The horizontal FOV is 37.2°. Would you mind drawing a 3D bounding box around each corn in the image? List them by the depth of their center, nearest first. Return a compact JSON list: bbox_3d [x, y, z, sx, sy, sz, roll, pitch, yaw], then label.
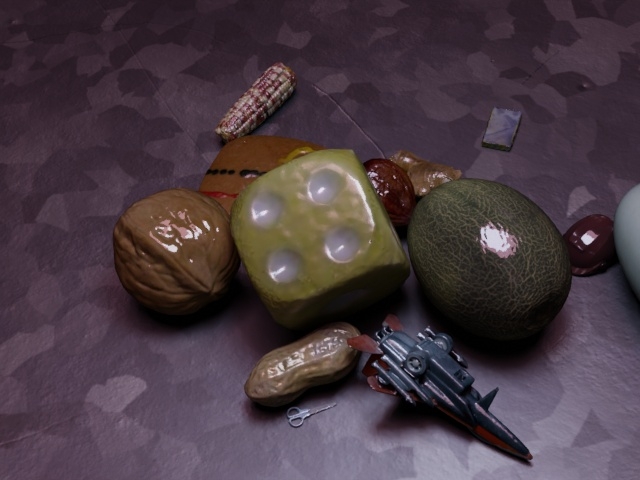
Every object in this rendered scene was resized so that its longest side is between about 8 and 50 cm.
[{"bbox_3d":[-0.136,-0.287,2.002,0.079,0.079,0.237,28,59,26],"label":"corn"}]

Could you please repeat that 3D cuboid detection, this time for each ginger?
[{"bbox_3d":[0.190,-0.122,1.831,0.165,0.067,0.096,25,54,41],"label":"ginger"}]

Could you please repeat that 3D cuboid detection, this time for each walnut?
[{"bbox_3d":[-0.246,0.021,1.654,0.227,0.228,0.228,-3,48,3],"label":"walnut"}]

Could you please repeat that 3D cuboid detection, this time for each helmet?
[{"bbox_3d":[0.479,0.001,1.688,0.123,0.070,0.098,-31,53,-22],"label":"helmet"}]

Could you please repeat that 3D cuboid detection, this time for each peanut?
[{"bbox_3d":[-0.024,0.204,1.543,0.214,0.090,0.099,-24,45,-13],"label":"peanut"}]

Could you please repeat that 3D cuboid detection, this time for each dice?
[{"bbox_3d":[0.000,0.000,1.580,0.238,0.227,0.233,-27,73,6],"label":"dice"}]

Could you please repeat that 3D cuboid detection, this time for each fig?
[{"bbox_3d":[0.136,-0.053,1.740,0.201,0.134,0.146,41,80,20],"label":"fig"}]

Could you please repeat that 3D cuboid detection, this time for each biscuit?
[{"bbox_3d":[-0.103,-0.104,1.848,0.262,0.052,0.277,14,51,17],"label":"biscuit"}]

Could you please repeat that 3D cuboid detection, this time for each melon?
[{"bbox_3d":[0.272,0.024,1.576,0.237,0.238,0.302,-27,49,-17],"label":"melon"}]

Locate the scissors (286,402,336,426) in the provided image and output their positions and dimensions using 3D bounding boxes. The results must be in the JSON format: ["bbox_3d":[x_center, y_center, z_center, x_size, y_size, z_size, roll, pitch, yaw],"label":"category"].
[{"bbox_3d":[-0.013,0.276,1.534,0.083,0.006,0.036,-16,51,-9],"label":"scissors"}]

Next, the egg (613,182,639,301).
[{"bbox_3d":[0.613,0.036,1.538,0.229,0.230,0.371,-19,46,-11],"label":"egg"}]

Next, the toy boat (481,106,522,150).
[{"bbox_3d":[0.370,-0.229,1.938,0.063,0.016,0.115,13,52,16],"label":"toy boat"}]

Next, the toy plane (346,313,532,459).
[{"bbox_3d":[0.201,0.229,1.491,0.326,0.104,0.223,31,29,24],"label":"toy plane"}]
